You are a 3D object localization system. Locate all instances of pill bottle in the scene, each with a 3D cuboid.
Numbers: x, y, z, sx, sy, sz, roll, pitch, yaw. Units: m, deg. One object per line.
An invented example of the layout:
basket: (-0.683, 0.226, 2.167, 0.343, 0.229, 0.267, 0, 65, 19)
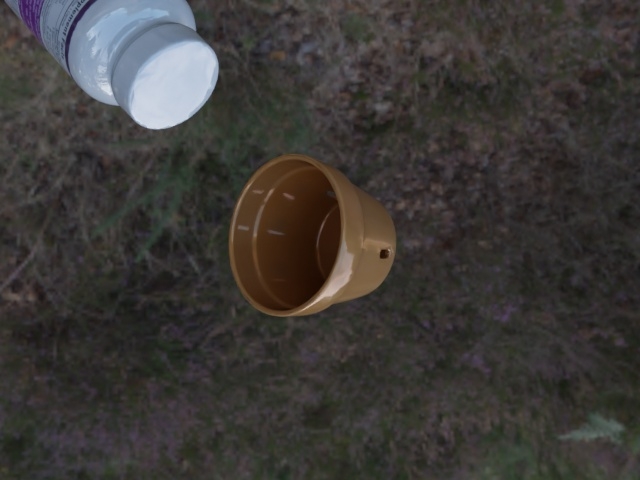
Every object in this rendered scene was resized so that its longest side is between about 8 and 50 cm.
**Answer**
pill bottle: (-0.260, -0.273, 1.165, 0.169, 0.301, 0.169, -33, 150, -21)

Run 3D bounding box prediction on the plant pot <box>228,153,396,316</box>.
plant pot: (0.000, 0.000, 1.732, 0.291, 0.290, 0.203, -26, 157, 37)
